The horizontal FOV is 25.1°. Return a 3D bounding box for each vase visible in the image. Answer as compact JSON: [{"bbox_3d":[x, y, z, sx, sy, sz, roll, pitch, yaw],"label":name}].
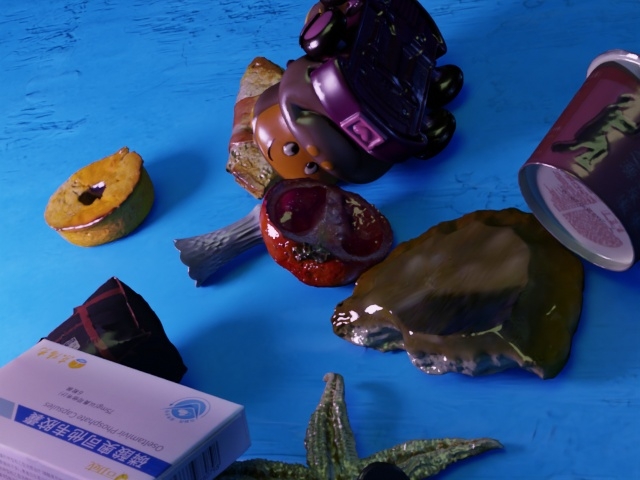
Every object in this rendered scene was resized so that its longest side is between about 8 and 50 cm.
[{"bbox_3d":[-0.132,0.002,2.105,0.149,0.081,0.081,-26,38,-1],"label":"vase"}]

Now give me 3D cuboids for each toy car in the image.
[{"bbox_3d":[0.041,-0.228,2.132,0.240,0.271,0.340,-29,29,37],"label":"toy car"}]

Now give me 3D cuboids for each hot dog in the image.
[{"bbox_3d":[-0.080,-0.168,2.245,0.123,0.093,0.261,-5,60,28],"label":"hot dog"}]

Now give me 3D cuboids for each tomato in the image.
[{"bbox_3d":[0.000,0.000,2.006,0.189,0.099,0.173,23,35,2],"label":"tomato"}]

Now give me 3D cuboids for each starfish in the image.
[{"bbox_3d":[0.017,0.287,1.659,0.347,0.078,0.358,-21,31,-30],"label":"starfish"}]

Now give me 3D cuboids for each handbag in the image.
[{"bbox_3d":[-0.307,0.171,1.962,0.215,0.155,0.169,-40,38,-1],"label":"handbag"}]

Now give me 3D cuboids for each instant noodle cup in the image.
[{"bbox_3d":[0.363,-0.087,1.743,0.178,0.235,0.235,-45,40,-15],"label":"instant noodle cup"}]

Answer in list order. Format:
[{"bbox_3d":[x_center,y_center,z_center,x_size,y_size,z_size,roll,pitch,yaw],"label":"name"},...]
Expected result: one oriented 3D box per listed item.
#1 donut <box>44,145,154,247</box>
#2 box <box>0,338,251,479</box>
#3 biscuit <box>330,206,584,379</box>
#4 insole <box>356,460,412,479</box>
[{"bbox_3d":[-0.349,-0.060,2.320,0.190,0.074,0.174,-26,39,13],"label":"donut"},{"bbox_3d":[-0.278,0.228,1.712,0.343,0.065,0.200,14,35,34],"label":"box"},{"bbox_3d":[0.169,0.077,1.820,0.335,0.078,0.329,-18,35,13],"label":"biscuit"},{"bbox_3d":[0.024,0.381,1.501,0.012,0.110,0.309,3,74,62],"label":"insole"}]
